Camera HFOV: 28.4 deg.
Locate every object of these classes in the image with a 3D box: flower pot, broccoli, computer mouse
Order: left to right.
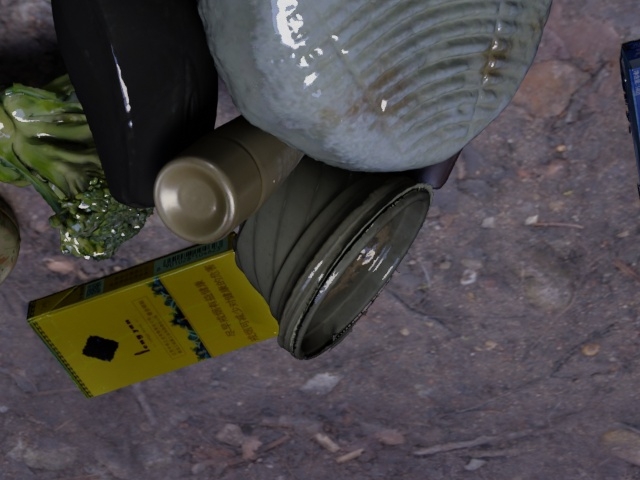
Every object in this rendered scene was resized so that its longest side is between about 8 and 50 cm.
[{"bbox_3d":[-0.315,-0.118,1.232,0.361,0.221,0.252,16,166,-37],"label":"broccoli"},{"bbox_3d":[-0.151,-0.153,1.133,0.086,0.137,0.270,9,128,34],"label":"computer mouse"},{"bbox_3d":[0.000,0.000,1.338,0.140,0.235,0.235,39,128,17],"label":"flower pot"}]

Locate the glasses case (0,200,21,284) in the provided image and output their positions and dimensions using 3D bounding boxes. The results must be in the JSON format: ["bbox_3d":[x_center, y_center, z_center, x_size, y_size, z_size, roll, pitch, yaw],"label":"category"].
[{"bbox_3d":[-0.501,-0.078,1.340,0.156,0.098,0.425,-35,124,16],"label":"glasses case"}]

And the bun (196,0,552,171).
[{"bbox_3d":[0.047,-0.226,1.129,0.354,0.194,0.355,-15,120,-28],"label":"bun"}]

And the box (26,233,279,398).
[{"bbox_3d":[-0.198,0.097,1.548,0.279,0.041,0.153,-19,130,12],"label":"box"}]

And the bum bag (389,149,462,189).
[{"bbox_3d":[0.119,-0.136,1.354,0.109,0.026,0.159,19,107,-19],"label":"bum bag"}]

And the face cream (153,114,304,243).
[{"bbox_3d":[-0.048,-0.095,1.226,0.084,0.341,0.137,41,121,2],"label":"face cream"}]

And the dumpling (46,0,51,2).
[{"bbox_3d":[-0.228,-0.293,1.179,0.228,0.124,0.151,14,92,-22],"label":"dumpling"}]

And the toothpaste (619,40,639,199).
[{"bbox_3d":[0.384,-0.102,1.411,0.066,0.053,0.272,-14,129,8],"label":"toothpaste"}]

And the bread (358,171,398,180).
[{"bbox_3d":[0.034,-0.033,1.446,0.073,0.053,0.214,35,117,-13],"label":"bread"}]
